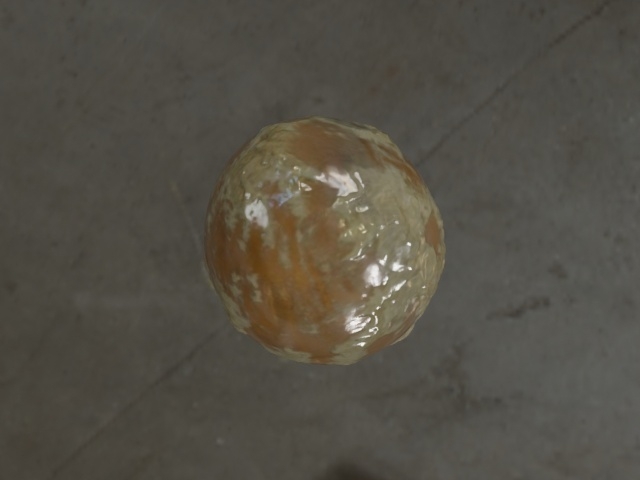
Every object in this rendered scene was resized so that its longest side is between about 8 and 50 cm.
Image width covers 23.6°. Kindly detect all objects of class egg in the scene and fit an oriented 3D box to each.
[{"bbox_3d":[0.000,0.000,1.262,0.203,0.203,0.245,-2,150,13],"label":"egg"}]
